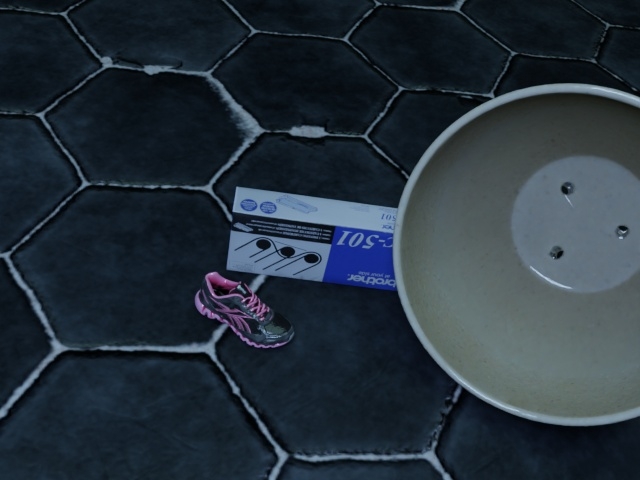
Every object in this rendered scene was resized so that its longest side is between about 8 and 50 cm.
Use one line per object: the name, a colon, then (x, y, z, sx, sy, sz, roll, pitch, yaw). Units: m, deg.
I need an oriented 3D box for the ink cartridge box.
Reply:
ink cartridge box: (0.000, 0.000, 0.914, 0.207, 0.097, 0.046, 7, 46, -5)

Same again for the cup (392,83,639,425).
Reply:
cup: (0.270, -0.001, 0.860, 0.331, 0.331, 0.237, 29, 20, 16)

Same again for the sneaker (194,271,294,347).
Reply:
sneaker: (-0.081, 0.072, 0.856, 0.119, 0.057, 0.047, 25, 45, 10)
